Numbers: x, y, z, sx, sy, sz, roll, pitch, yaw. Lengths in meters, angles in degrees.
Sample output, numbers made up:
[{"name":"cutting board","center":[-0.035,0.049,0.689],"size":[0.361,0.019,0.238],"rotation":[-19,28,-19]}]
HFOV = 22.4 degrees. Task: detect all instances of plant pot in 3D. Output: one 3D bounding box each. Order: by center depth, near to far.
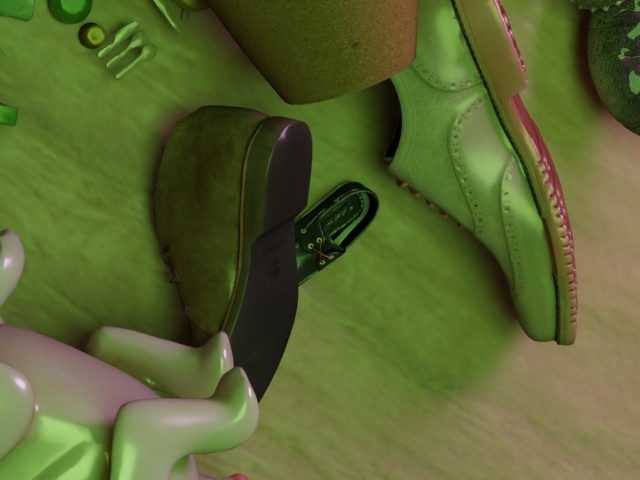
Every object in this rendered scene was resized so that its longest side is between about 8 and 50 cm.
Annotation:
[{"name":"plant pot","center":[-0.018,-0.249,1.318],"size":[0.237,0.237,0.254],"rotation":[-25,108,-20]}]

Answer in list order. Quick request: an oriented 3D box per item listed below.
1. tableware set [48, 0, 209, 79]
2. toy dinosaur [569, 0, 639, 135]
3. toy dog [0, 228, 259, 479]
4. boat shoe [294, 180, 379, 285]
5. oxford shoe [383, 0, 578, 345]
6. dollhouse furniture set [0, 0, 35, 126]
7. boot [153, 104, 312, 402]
[{"name":"tableware set","center":[-0.152,-0.218,1.379],"size":[0.154,0.024,0.104],"rotation":[-42,109,-12]},{"name":"toy dinosaur","center":[0.314,-0.189,1.563],"size":[0.160,0.121,0.313],"rotation":[-15,108,-10]},{"name":"toy dog","center":[-0.202,0.215,1.253],"size":[0.408,0.284,0.395],"rotation":[41,79,-20]},{"name":"boat shoe","center":[-0.001,-0.001,1.468],"size":[0.133,0.042,0.049],"rotation":[-45,115,-11]},{"name":"oxford shoe","center":[0.140,-0.069,1.497],"size":[0.147,0.140,0.397],"rotation":[-18,109,8]},{"name":"dollhouse furniture set","center":[-0.266,-0.172,1.311],"size":[0.076,0.058,0.151],"rotation":[7,94,-26]},{"name":"boot","center":[-0.088,0.029,1.414],"size":[0.112,0.115,0.305],"rotation":[-24,127,-61]}]
